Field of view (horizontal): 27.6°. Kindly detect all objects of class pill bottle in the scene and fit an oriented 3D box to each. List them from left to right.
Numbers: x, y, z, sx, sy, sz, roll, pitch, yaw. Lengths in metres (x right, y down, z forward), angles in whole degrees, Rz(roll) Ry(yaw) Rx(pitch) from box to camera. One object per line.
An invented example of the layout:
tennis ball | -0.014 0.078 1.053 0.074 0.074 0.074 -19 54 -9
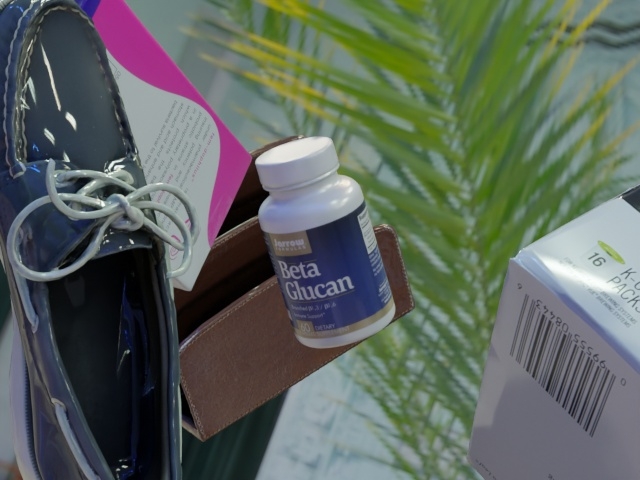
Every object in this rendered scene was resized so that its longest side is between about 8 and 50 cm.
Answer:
pill bottle | 0.000 0.000 1.135 0.094 0.094 0.169 9 -59 54

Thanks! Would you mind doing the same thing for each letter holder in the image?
letter holder | -0.073 0.037 1.438 0.152 0.302 0.214 25 -42 50

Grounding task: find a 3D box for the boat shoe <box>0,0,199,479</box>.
boat shoe | -0.109 0.007 0.604 0.095 0.255 0.079 -4 2 -42

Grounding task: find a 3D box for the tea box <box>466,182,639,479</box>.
tea box | 0.319 0.112 0.759 0.329 0.323 0.220 47 -30 32

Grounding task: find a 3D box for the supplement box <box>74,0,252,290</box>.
supplement box | -0.151 -0.070 0.842 0.114 0.111 0.220 13 -22 30
